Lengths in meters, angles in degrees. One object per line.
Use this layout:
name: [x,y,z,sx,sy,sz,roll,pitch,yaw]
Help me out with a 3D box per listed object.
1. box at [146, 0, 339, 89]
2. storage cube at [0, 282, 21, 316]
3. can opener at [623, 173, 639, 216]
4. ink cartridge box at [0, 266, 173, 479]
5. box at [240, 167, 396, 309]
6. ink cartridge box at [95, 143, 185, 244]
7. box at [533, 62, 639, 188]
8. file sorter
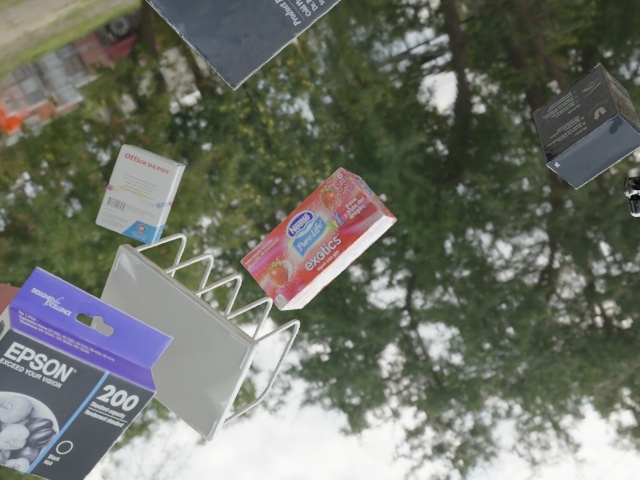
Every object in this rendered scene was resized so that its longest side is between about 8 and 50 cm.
box: [-0.120,-0.594,1.606,0.472,0.297,0.480,-38,-136,7]
storage cube: [-0.500,0.172,1.405,0.184,0.215,0.193,13,-165,0]
can opener: [0.513,-0.082,1.523,0.059,0.073,0.186,-17,172,16]
ink cartridge box: [-0.286,0.158,1.045,0.208,0.206,0.045,-52,-138,3]
box: [0.000,0.000,2.049,0.300,0.142,0.154,-43,167,11]
ink cartridge box: [-0.257,-0.068,1.378,0.089,0.122,0.052,21,-172,3]
box: [0.483,-0.205,1.732,0.156,0.093,0.158,-37,-147,31]
file sorter: [-0.199,0.142,1.552,0.173,0.278,0.192,-22,142,-57]
